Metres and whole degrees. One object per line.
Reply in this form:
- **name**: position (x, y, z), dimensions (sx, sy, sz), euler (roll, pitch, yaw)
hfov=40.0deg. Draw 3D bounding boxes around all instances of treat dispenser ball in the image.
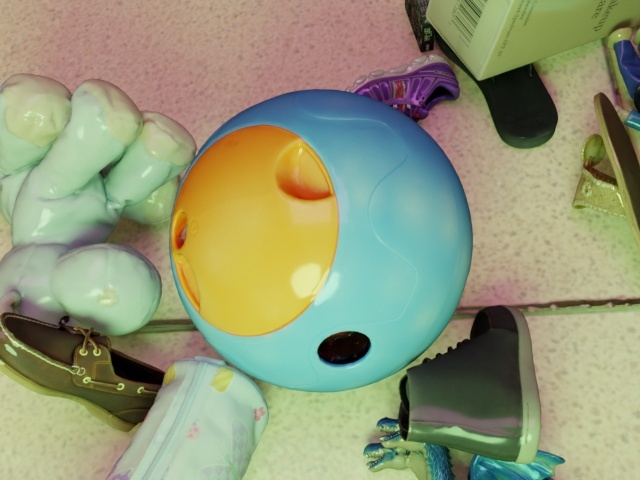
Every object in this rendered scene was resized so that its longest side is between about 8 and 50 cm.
- **treat dispenser ball**: position (0.000, 0.000, 0.843), dimensions (0.288, 0.288, 0.288), euler (-2, 60, 4)

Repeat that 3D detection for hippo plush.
- **hippo plush**: position (-0.276, -0.015, 0.908), dimensions (0.295, 0.234, 0.236), euler (-4, 60, 2)

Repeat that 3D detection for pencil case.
- **pencil case**: position (-0.143, 0.231, 0.777), dimensions (0.114, 0.124, 0.273), euler (-2, 38, 27)

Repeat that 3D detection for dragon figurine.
- **dragon figurine**: position (0.178, 0.236, 0.810), dimensions (0.289, 0.085, 0.144), euler (4, 61, 9)

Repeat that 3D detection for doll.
- **doll**: position (0.401, -0.167, 1.041), dimensions (0.129, 0.046, 0.188), euler (-12, 66, -12)

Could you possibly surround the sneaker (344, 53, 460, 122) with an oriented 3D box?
- **sneaker**: position (0.092, -0.169, 1.060), dimensions (0.170, 0.068, 0.071), euler (-24, 67, -9)

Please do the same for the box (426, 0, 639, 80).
- **box**: position (0.296, -0.318, 1.043), dimensions (0.311, 0.148, 0.121), euler (-22, 63, -21)

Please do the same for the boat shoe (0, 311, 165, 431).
- **boat shoe**: position (-0.228, 0.116, 0.846), dimensions (0.073, 0.207, 0.073), euler (-39, 47, 11)

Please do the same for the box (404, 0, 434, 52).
- **box**: position (0.126, -0.294, 1.126), dimensions (0.018, 0.067, 0.083), euler (-12, 60, -2)

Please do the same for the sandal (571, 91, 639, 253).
- **sandal**: position (0.316, -0.041, 0.962), dimensions (0.079, 0.088, 0.239), euler (-28, 71, 32)

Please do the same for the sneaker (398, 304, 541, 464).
- **sneaker**: position (0.133, 0.118, 0.829), dimensions (0.118, 0.083, 0.222), euler (8, 22, 2)

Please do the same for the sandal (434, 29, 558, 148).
- **sandal**: position (0.220, -0.228, 1.086), dimensions (0.097, 0.054, 0.254), euler (-22, 61, -8)
